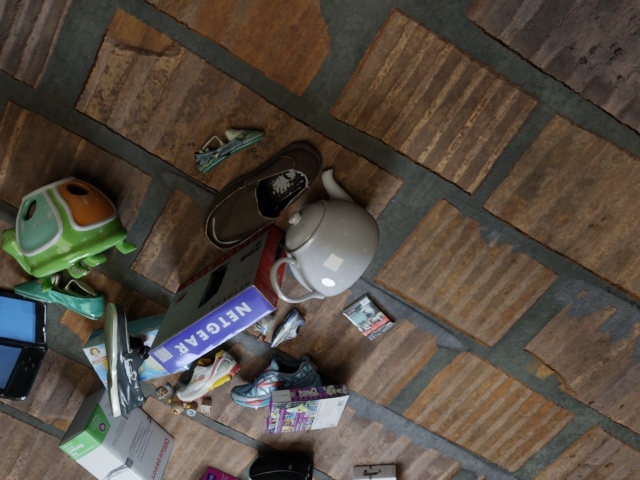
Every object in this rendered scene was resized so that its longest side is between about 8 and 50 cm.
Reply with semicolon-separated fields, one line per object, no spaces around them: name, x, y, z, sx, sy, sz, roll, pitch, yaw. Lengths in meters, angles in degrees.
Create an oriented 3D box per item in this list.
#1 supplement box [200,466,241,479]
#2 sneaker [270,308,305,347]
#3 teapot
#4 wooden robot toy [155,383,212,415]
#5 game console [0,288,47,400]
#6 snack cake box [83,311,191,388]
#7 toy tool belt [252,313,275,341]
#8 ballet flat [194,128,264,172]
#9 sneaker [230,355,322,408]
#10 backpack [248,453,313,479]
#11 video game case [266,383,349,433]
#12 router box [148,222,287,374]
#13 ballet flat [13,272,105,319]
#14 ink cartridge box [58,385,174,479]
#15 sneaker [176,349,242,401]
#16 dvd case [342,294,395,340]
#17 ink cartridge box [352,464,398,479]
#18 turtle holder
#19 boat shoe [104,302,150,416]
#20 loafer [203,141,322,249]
supplement box;-0.288;0.831;2.154;0.220;0.111;0.114;26;117;-9
sneaker;-0.089;0.252;1.863;0.058;0.052;0.135;30;117;-15
teapot;0.000;0.000;1.604;0.187;0.256;0.252;35;111;-23
wooden robot toy;-0.411;0.491;2.002;0.173;0.079;0.076;19;118;-5
game console;-0.933;0.279;1.890;0.293;0.250;0.173;10;145;0
snack cake box;-0.506;0.307;1.907;0.264;0.089;0.152;-16;116;13
toy tool belt;-0.160;0.231;1.864;0.051;0.052;0.083;37;116;21
ballet flat;-0.223;-0.228;1.614;0.188;0.070;0.070;-28;112;14
sneaker;-0.133;0.387;1.925;0.261;0.104;0.125;-13;107;2
backpack;-0.123;0.730;2.055;0.188;0.166;0.144;5;109;5
video game case;-0.040;0.473;1.900;0.210;0.042;0.232;-4;146;-11
router box;-0.239;0.136;1.672;0.335;0.301;0.082;-33;111;20
ballet flat;-0.701;0.137;1.849;0.247;0.083;0.087;19;94;-6
ink cartridge box;-0.588;0.597;1.998;0.121;0.211;0.289;-34;110;20
sneaker;-0.329;0.385;1.948;0.225;0.088;0.093;-35;90;20
dvd case;0.131;0.211;1.842;0.087;0.013;0.119;-38;110;22
ink cartridge box;0.171;0.751;2.102;0.135;0.056;0.099;-7;118;8
turtle holder;-0.635;-0.023;1.687;0.320;0.243;0.227;-12;106;55
boat shoe;-0.506;0.312;1.801;0.113;0.127;0.340;-6;112;-24
loafer;-0.156;-0.096;1.637;0.366;0.130;0.134;-40;108;22
